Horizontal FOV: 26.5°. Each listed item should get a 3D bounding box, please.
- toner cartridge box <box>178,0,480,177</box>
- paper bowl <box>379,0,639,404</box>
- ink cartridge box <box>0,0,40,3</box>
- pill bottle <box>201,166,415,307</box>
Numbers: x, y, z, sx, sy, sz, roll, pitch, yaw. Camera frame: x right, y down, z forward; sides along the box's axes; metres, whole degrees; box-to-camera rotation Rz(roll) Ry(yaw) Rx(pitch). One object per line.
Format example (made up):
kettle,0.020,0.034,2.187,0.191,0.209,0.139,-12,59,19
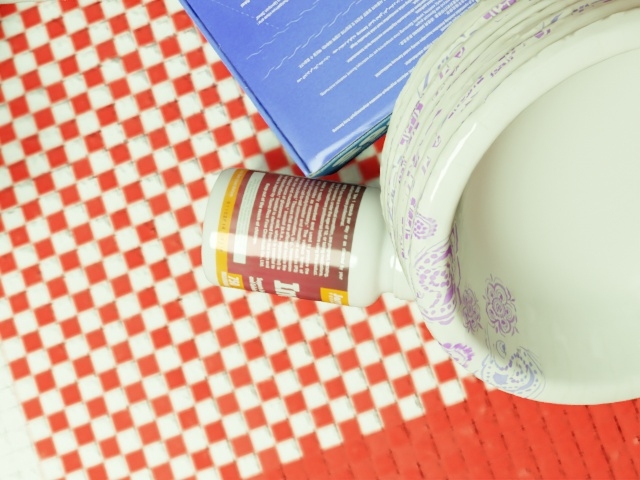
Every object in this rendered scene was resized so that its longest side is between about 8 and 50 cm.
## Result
toner cartridge box,0.087,-0.209,0.903,0.348,0.075,0.165,-37,86,15
paper bowl,0.176,-0.047,0.850,0.284,0.284,0.148,-28,37,5
ink cartridge box,-0.184,-0.235,0.954,0.219,0.160,0.093,-1,81,8
pill bottle,0.000,0.000,0.943,0.152,0.086,0.086,8,86,10
